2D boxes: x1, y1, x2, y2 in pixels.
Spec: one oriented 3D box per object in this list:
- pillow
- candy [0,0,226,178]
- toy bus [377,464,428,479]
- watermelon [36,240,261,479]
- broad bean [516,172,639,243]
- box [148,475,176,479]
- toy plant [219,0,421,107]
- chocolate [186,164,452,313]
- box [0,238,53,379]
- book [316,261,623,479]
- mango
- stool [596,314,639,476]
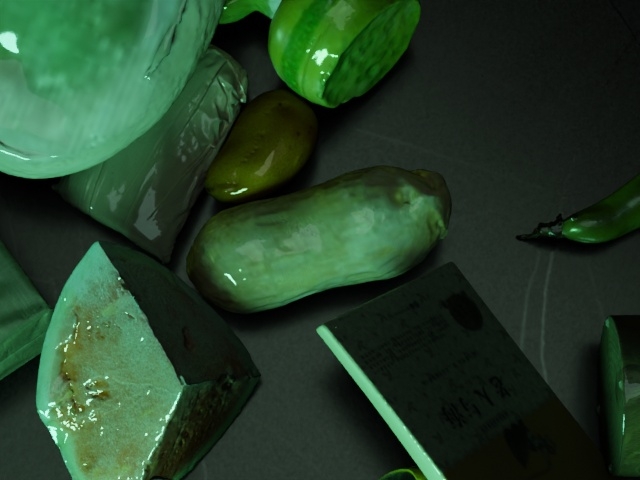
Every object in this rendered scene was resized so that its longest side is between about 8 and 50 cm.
[{"bbox_3d":[-0.197,-0.123,1.978,0.173,0.067,0.270,23,76,10],"label":"pillow"},{"bbox_3d":[-0.300,-0.281,1.891,0.386,0.186,0.427,14,88,-5],"label":"candy"},{"bbox_3d":[0.159,0.397,1.806,0.152,0.144,0.330,-10,76,-24],"label":"toy bus"},{"bbox_3d":[-0.194,0.165,1.849,0.256,0.176,0.260,26,108,-23],"label":"watermelon"},{"bbox_3d":[0.386,-0.063,1.960,0.325,0.067,0.075,-28,69,-8],"label":"broad bean"},{"bbox_3d":[-0.116,0.357,1.764,0.153,0.252,0.188,13,76,2],"label":"box"},{"bbox_3d":[-0.046,-0.314,1.980,0.316,0.184,0.224,41,94,19],"label":"toy plant"},{"bbox_3d":[0.000,0.000,1.916,0.309,0.134,0.134,-18,77,1],"label":"chocolate"},{"bbox_3d":[-0.416,0.046,1.896,0.149,0.155,0.231,-35,77,-11],"label":"box"},{"bbox_3d":[0.186,0.207,1.829,0.389,0.032,0.269,52,37,11],"label":"book"},{"bbox_3d":[-0.061,-0.099,1.955,0.105,0.084,0.159,20,71,35],"label":"mango"},{"bbox_3d":[0.443,0.168,1.846,0.264,0.179,0.179,-1,76,0],"label":"stool"}]
